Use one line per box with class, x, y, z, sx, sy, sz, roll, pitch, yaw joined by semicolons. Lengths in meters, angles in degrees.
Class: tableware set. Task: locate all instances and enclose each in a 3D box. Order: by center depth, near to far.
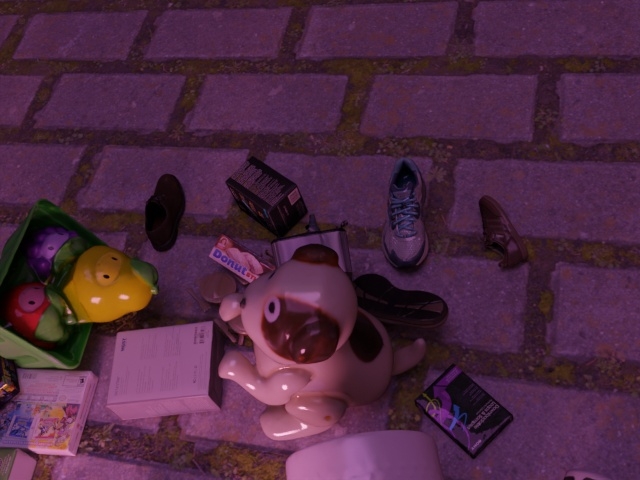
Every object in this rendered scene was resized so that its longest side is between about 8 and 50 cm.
tableware set;-0.206;0.151;1.763;0.128;0.039;0.194;-34;60;-23

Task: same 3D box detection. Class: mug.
mug;0.046;0.532;1.294;0.374;0.276;0.328;-9;60;1

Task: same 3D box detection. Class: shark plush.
shark plush;0.000;0.000;1.819;0.067;0.073;0.161;-8;32;-14

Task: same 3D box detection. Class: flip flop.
flip flop;0.157;0.145;1.637;0.277;0.080;0.112;12;51;39

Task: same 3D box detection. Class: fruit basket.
fruit basket;-0.573;0.096;1.733;0.392;0.283;0.392;-27;39;25

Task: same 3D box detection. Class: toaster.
toaster;-0.016;0.047;1.649;0.168;0.185;0.110;-10;72;-3

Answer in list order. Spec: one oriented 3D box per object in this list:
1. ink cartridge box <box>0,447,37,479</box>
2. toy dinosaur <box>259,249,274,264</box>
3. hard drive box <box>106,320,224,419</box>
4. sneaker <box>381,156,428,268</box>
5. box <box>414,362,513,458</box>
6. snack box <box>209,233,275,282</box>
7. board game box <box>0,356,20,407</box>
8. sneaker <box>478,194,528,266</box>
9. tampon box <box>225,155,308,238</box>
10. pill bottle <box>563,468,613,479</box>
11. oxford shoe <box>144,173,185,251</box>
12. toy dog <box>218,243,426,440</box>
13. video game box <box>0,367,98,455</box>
ink cartridge box;-0.743;0.529;1.614;0.219;0.092;0.160;-2;56;14
toy dinosaur;-0.076;0.065;1.784;0.212;0.064;0.112;13;91;23
hard drive box;-0.337;0.286;1.674;0.232;0.089;0.181;-7;55;10
sneaker;0.188;-0.068;1.753;0.110;0.122;0.283;-5;56;12
box;0.285;0.338;1.515;0.116;0.029;0.162;-41;58;-14
snack box;-0.176;0.053;1.778;0.178;0.022;0.064;30;96;21
board game box;-0.777;0.342;1.742;0.170;0.048;0.141;-39;43;3
sneaker;0.391;-0.023;1.705;0.071;0.066;0.188;-25;54;-2
tampon box;-0.132;-0.107;1.863;0.161;0.120;0.101;36;72;31
pill bottle;0.448;0.513;1.301;0.119;0.119;0.208;18;63;24
oxford shoe;-0.402;-0.092;1.940;0.083;0.096;0.227;-10;53;10
toy dog;-0.013;0.195;1.455;0.396;0.408;0.284;3;58;17
video game box;-0.622;0.384;1.708;0.205;0.048;0.187;0;55;15
